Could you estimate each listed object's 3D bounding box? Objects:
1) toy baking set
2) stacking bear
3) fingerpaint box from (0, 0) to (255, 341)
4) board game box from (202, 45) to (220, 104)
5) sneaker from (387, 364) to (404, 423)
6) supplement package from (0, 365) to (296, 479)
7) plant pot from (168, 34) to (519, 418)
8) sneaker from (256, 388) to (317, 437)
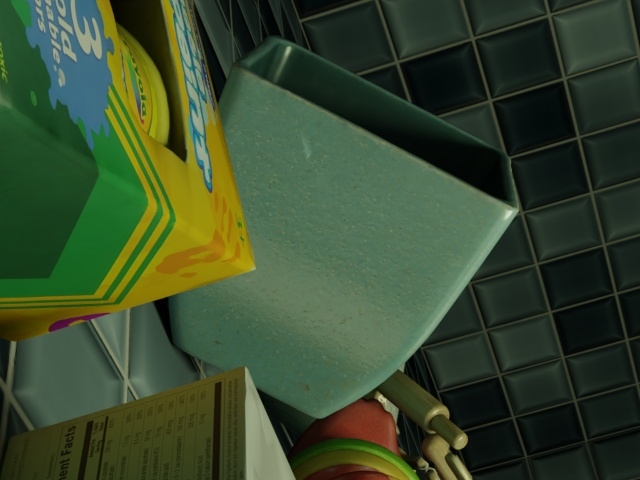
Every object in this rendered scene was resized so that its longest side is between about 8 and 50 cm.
[{"bbox_3d":[0.121,0.216,1.385,0.256,0.030,0.197,33,-27,53],"label":"toy baking set"},{"bbox_3d":[0.028,0.246,1.232,0.175,0.164,0.289,54,-1,3],"label":"stacking bear"},{"bbox_3d":[-0.190,-0.200,0.693,0.371,0.163,0.445,44,31,-75],"label":"fingerpaint box"},{"bbox_3d":[-0.157,-0.168,1.058,0.305,0.053,0.193,-35,108,-77],"label":"board game box"},{"bbox_3d":[0.031,0.165,1.782,0.126,0.127,0.321,51,47,-56],"label":"sneaker"},{"bbox_3d":[-0.062,0.243,0.757,0.204,0.145,0.262,-95,166,-60],"label":"supplement package"},{"bbox_3d":[0.000,0.000,1.236,0.252,0.247,0.248,-63,-179,15],"label":"plant pot"},{"bbox_3d":[-0.045,0.087,1.414,0.151,0.094,0.256,62,2,-82],"label":"sneaker"}]
